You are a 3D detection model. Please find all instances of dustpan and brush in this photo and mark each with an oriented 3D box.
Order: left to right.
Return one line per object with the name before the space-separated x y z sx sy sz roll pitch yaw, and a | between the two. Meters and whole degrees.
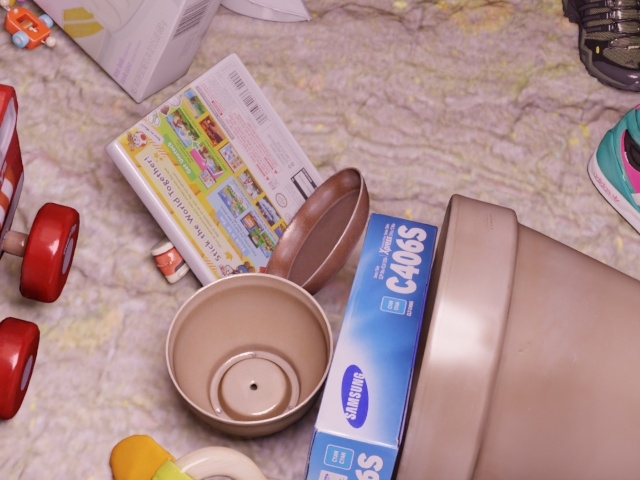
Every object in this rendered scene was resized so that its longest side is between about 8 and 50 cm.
dustpan and brush | -0.123 -0.345 1.782 0.211 0.060 0.147 -9 54 -21

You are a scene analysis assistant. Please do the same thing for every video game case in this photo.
video game case | -0.099 -0.064 1.504 0.206 0.026 0.227 -43 104 -37

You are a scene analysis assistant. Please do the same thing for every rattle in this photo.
rattle | -0.089 0.255 1.313 0.199 0.143 0.130 7 81 -28

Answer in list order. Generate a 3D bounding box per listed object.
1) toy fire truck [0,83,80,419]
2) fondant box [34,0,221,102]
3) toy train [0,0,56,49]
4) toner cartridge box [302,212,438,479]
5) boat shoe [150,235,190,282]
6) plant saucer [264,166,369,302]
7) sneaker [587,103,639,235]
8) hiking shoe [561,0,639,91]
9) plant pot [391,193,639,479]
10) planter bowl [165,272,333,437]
toy fire truck | -0.340 0.028 1.271 0.169 0.254 0.302 15 69 -1
fondant box | -0.263 -0.357 1.600 0.330 0.238 0.096 45 50 9
toy train | -0.353 -0.296 1.700 0.125 0.046 0.166 37 47 1
toner cartridge box | 0.046 0.135 1.300 0.075 0.165 0.348 12 33 4
boat shoe | -0.132 -0.003 1.509 0.137 0.049 0.043 -40 108 -43
plant saucer | 0.000 0.000 1.432 0.029 0.168 0.168 33 46 -19
sneaker | 0.459 -0.064 1.614 0.124 0.178 0.295 -29 63 -32
hiking shoe | 0.392 -0.301 1.837 0.086 0.114 0.227 -7 53 -19
plant pot | 0.224 0.139 1.274 0.280 0.323 0.323 11 49 3
planter bowl | -0.068 0.128 1.360 0.162 0.109 0.162 0 59 0
